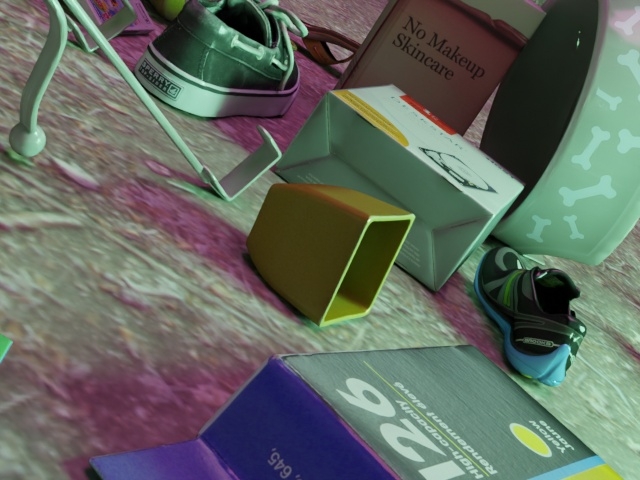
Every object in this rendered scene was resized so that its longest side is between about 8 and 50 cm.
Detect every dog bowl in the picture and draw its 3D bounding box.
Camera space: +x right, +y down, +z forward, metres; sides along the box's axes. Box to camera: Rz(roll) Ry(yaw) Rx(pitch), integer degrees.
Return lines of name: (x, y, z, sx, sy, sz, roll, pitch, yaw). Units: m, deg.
dog bowl: (0.277, -0.138, 1.192, 0.102, 0.349, 0.349, 18, 20, -9)

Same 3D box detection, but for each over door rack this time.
over door rack: (-0.195, -0.145, 0.742, 0.239, 0.108, 0.324, 46, 6, 31)

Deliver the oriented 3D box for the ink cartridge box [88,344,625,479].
ink cartridge box: (0.097, 0.167, 0.495, 0.303, 0.072, 0.307, 44, 18, 26)

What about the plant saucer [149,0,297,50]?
plant saucer: (-0.141, -0.279, 1.255, 0.188, 0.045, 0.188, 20, 23, -39)

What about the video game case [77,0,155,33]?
video game case: (-0.204, -0.235, 1.025, 0.087, 0.011, 0.122, 61, 18, -3)

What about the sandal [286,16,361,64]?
sandal: (-0.003, -0.271, 1.495, 0.180, 0.049, 0.072, 20, 12, 0)

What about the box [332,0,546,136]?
box: (0.133, -0.218, 1.283, 0.148, 0.232, 0.127, 30, 17, -10)

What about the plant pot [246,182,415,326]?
plant pot: (0.000, 0.000, 0.736, 0.083, 0.081, 0.081, 31, 15, 22)

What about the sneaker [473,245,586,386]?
sneaker: (0.185, 0.053, 0.927, 0.067, 0.078, 0.188, 30, 18, -16)

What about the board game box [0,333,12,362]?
board game box: (-0.217, 0.026, 0.333, 0.211, 0.039, 0.160, 30, 18, -11)

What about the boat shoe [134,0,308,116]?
boat shoe: (-0.075, -0.192, 1.047, 0.113, 0.105, 0.306, 39, 18, 12)

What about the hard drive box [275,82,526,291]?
hard drive box: (0.084, -0.059, 1.022, 0.181, 0.089, 0.232, 38, 17, 7)
